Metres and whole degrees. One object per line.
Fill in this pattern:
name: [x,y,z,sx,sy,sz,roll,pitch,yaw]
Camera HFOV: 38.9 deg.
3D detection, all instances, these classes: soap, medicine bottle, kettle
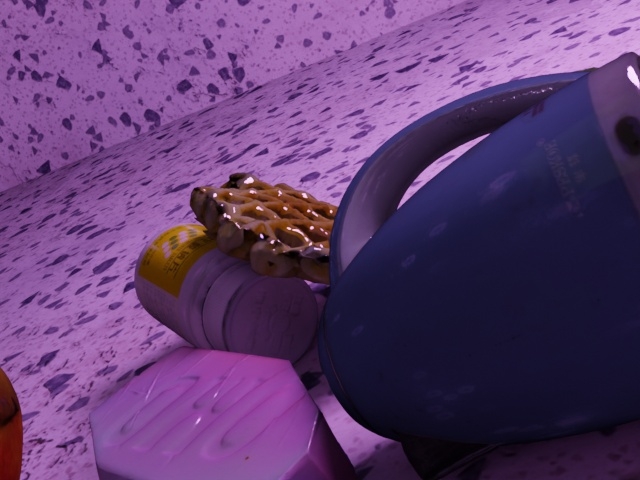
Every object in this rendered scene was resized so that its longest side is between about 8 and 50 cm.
soap: [-0.084,0.194,0.801,0.193,0.109,0.323,-39,24,-33]
medicine bottle: [-0.120,0.068,1.114,0.143,0.143,0.258,-33,29,-23]
kettle: [0.144,0.014,0.740,0.342,0.247,0.320,-28,52,27]

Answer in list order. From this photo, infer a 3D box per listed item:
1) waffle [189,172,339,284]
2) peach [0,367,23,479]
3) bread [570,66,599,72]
waffle: [0.000,0.000,1.061,0.317,0.073,0.297,16,11,-12]
peach: [-0.472,0.236,0.869,0.370,0.370,0.370,-22,19,8]
bread: [0.336,-0.122,0.976,0.301,0.045,0.301,1,-14,0]
